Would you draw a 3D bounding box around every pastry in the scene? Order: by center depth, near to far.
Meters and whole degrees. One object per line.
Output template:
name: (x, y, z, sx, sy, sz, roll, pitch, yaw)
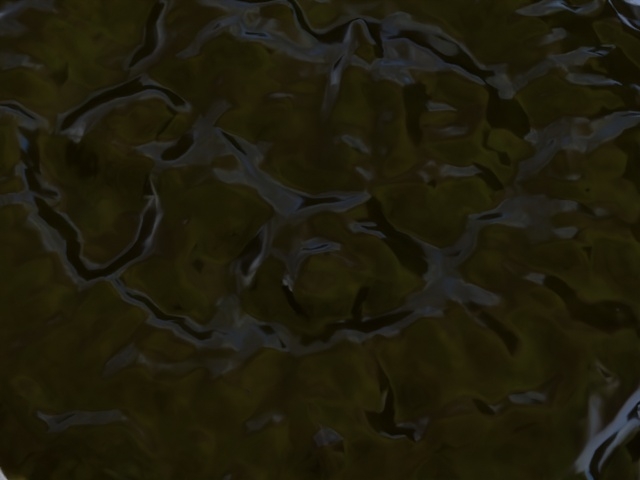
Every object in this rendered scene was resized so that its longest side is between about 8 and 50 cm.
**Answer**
pastry: (0.000, 0.000, 0.476, 0.235, 0.132, 0.240, -28, -118, -10)
